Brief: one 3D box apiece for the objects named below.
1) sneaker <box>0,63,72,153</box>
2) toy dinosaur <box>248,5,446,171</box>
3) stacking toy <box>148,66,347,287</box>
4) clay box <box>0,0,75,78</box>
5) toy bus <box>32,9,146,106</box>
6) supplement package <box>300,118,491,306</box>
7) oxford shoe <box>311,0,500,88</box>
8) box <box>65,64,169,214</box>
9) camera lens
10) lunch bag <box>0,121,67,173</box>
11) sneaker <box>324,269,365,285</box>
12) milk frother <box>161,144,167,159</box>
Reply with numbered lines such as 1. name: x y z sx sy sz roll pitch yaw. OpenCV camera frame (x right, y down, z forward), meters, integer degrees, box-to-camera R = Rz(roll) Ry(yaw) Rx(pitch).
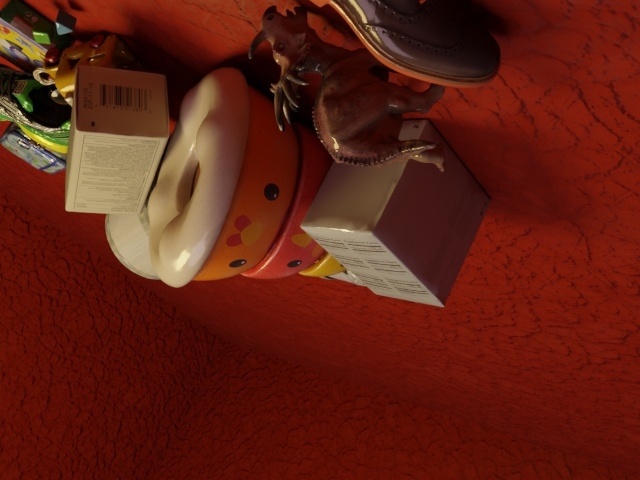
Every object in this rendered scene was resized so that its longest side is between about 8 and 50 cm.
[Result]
1. sneaker: -0.600 -0.293 1.366 0.344 0.134 0.146 20 161 -15
2. toy dinosaur: 0.032 -0.155 0.829 0.201 0.295 0.127 -8 135 -10
3. stacking toy: -0.017 -0.055 1.182 0.480 0.350 0.351 14 168 -25
4. clay box: -0.555 -0.369 1.340 0.127 0.053 0.222 34 161 -25
5. toy bus: -0.410 -0.277 1.230 0.191 0.104 0.202 14 149 -16
6. supplement package: 0.116 -0.041 1.057 0.149 0.194 0.203 6 152 46
7. oxford shoe: 0.077 -0.249 0.709 0.271 0.096 0.098 30 156 -8
8. box: -0.361 -0.160 1.227 0.148 0.121 0.311 2 158 -23
9. camera lens: -0.305 -0.052 1.493 0.219 0.219 0.274 36 139 -25
10. lunch bag: -0.748 -0.253 1.886 0.176 0.090 0.219 34 162 -29
11. sneaker: 0.000 0.000 1.377 0.210 0.137 0.366 5 169 43
12. milk frother: -0.404 -0.228 1.477 0.135 0.129 0.143 24 119 10
